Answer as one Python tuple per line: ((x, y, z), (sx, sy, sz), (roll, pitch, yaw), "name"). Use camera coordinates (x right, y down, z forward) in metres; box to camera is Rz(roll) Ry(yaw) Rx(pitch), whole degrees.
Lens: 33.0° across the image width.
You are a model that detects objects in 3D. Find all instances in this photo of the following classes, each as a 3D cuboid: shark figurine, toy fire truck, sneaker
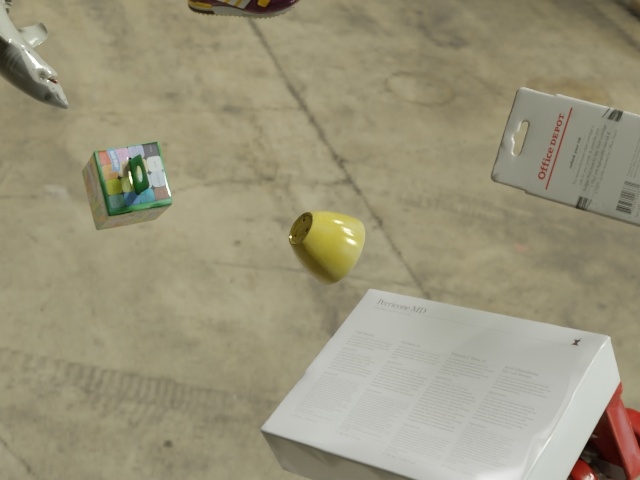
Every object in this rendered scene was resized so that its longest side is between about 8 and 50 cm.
((-0.439, -0.274, 1.434), (0.166, 0.116, 0.278), (30, 25, -42), "shark figurine")
((0.376, 0.260, 1.682), (0.169, 0.253, 0.302), (-27, 17, -21), "toy fire truck")
((-0.121, -0.390, 1.649), (0.186, 0.083, 0.069), (-1, 53, 7), "sneaker")

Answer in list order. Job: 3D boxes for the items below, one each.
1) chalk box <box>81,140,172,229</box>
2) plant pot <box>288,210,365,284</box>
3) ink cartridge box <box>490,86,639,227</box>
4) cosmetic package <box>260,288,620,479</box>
((-0.374, -0.109, 2.100), (0.132, 0.213, 0.132), (-11, 83, -21), "chalk box")
((0.000, 0.000, 1.933), (0.095, 0.134, 0.134), (30, 25, -29), "plant pot")
((0.272, -0.080, 1.071), (0.180, 0.104, 0.060), (19, 7, 21), "ink cartridge box")
((0.153, 0.214, 1.404), (0.377, 0.097, 0.284), (10, 49, 38), "cosmetic package")
